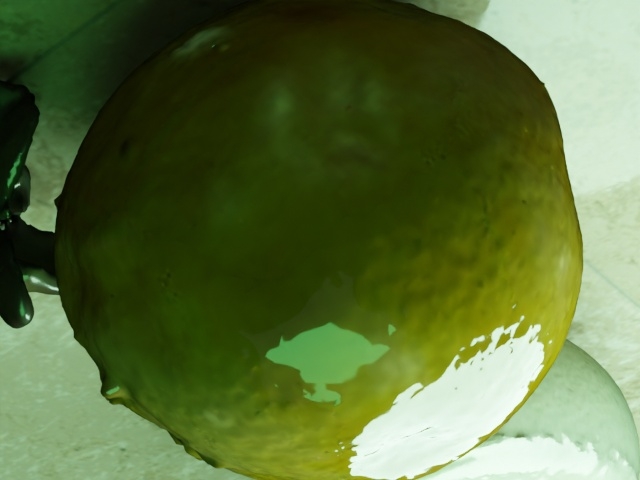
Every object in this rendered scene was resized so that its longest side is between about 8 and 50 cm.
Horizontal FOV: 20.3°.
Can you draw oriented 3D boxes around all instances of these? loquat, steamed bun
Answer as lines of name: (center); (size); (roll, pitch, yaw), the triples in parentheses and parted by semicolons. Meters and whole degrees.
loquat: (0.000, 0.000, 1.106); (0.328, 0.328, 0.328); (-5, 140, -4)
steamed bun: (0.103, 0.162, 1.407); (0.283, 0.177, 0.283); (-9, 143, -7)

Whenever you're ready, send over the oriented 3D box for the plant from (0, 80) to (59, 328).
plant: (-0.275, -0.012, 1.140); (0.234, 0.178, 0.204); (-2, 139, 1)
